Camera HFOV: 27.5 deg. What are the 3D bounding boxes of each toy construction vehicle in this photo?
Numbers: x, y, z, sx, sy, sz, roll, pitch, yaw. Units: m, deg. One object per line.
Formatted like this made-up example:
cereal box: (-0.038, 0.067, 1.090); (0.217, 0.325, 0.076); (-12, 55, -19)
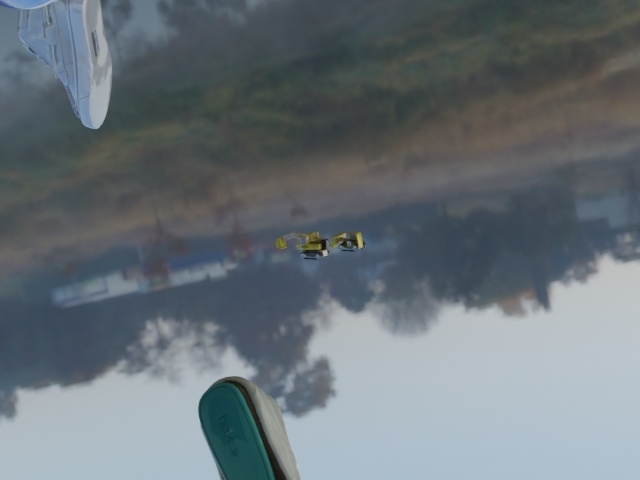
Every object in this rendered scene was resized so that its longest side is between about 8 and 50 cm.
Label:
toy construction vehicle: (0.000, 0.000, 1.800); (0.098, 0.035, 0.086); (4, -166, 35)

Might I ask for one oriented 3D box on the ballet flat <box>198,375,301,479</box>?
ballet flat: (-0.052, 0.366, 1.712); (0.139, 0.400, 0.139); (-15, 158, -6)

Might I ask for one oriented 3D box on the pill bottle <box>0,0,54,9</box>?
pill bottle: (-0.301, -0.291, 1.264); (0.124, 0.124, 0.221); (-13, 179, 2)

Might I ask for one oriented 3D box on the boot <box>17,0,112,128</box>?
boot: (-0.409, -0.300, 2.075); (0.123, 0.258, 0.095); (10, -143, 13)
